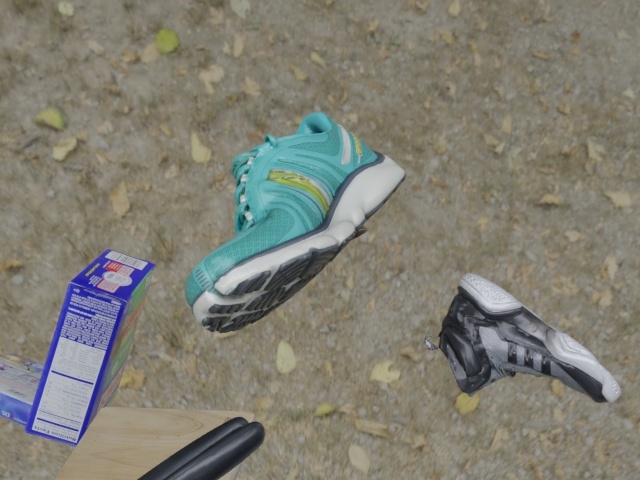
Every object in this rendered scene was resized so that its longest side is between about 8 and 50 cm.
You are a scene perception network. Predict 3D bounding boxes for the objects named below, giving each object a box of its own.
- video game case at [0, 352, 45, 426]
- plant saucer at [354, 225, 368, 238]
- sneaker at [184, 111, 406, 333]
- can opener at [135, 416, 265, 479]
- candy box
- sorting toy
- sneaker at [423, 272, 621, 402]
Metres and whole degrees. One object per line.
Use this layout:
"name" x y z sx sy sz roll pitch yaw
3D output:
"video game case" -0.700 0.346 1.941 0.269 0.244 0.061 16 96 18
"plant saucer" 0.000 0.000 1.441 0.168 0.168 0.029 -19 83 -10
"sneaker" -0.032 -0.022 0.646 0.110 0.107 0.275 45 34 -2
"can opener" -0.121 0.198 0.658 0.059 0.073 0.186 6 33 44
"candy box" -0.450 0.206 1.652 0.122 0.268 0.317 20 103 -4
"sorting toy" -0.243 0.361 1.206 0.257 0.090 0.255 0 28 13
"sneaker" 0.279 0.177 1.183 0.268 0.101 0.153 37 93 14
